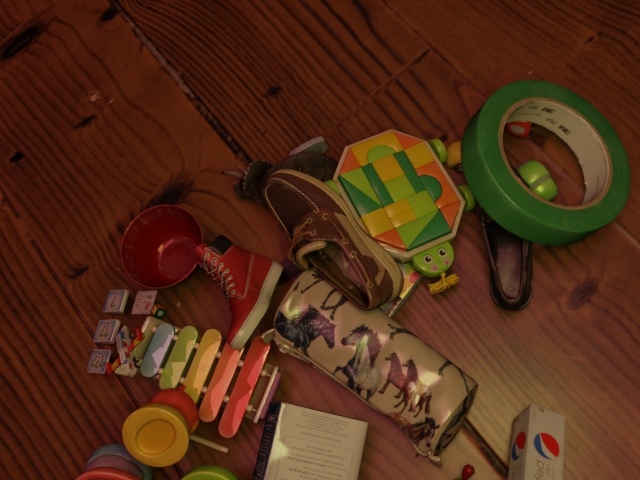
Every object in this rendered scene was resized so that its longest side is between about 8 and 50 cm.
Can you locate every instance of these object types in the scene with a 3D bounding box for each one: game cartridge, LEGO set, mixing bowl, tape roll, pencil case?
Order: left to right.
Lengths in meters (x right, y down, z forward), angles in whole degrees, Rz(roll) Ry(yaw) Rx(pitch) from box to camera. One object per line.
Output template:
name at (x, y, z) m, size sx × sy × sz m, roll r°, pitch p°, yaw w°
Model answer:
LEGO set at (-0.404, 0.180, 1.427) m, size 0.244 × 0.060 × 0.182 m, roll -6°, pitch 65°, yaw 45°
mixing bowl at (-0.318, 0.024, 1.501) m, size 0.182 × 0.098 × 0.181 m, roll -4°, pitch 72°, yaw 11°
game cartridge at (-0.026, -0.193, 1.533) m, size 0.083 × 0.056 × 0.017 m, roll -28°, pitch 69°, yaw 1°
pencil case at (0.097, 0.230, 1.318) m, size 0.410 × 0.160 × 0.183 m, roll 35°, pitch 83°, yaw 19°
tape roll at (0.427, -0.150, 1.342) m, size 0.321 × 0.077 × 0.321 m, roll 6°, pitch 65°, yaw -14°

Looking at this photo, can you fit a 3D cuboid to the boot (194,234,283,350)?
boot at (-0.184, 0.094, 1.377) m, size 0.176 × 0.088 × 0.244 m, roll 29°, pitch 36°, yaw -10°

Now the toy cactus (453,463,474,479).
toy cactus at (0.288, 0.520, 1.233) m, size 0.219 × 0.112 × 0.180 m, roll 44°, pitch 104°, yaw 18°

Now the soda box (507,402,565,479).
soda box at (0.365, 0.392, 1.202) m, size 0.069 × 0.074 × 0.216 m, roll 21°, pitch 48°, yaw -1°

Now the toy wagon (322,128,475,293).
toy wagon at (0.175, -0.060, 1.406) m, size 0.267 × 0.068 × 0.344 m, roll -23°, pitch 69°, yaw -13°

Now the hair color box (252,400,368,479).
hair color box at (-0.041, 0.477, 1.264) m, size 0.174 × 0.105 × 0.347 m, roll 17°, pitch 74°, yaw -13°

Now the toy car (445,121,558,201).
toy car at (0.401, -0.171, 1.439) m, size 0.239 × 0.053 × 0.225 m, roll -35°, pitch 69°, yaw 0°

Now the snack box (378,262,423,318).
snack box at (0.135, 0.084, 1.421) m, size 0.100 × 0.037 × 0.141 m, roll 34°, pitch 82°, yaw 21°

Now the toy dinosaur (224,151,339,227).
toy dinosaur at (-0.042, -0.119, 1.474) m, size 0.314 × 0.121 × 0.160 m, roll -16°, pitch 91°, yaw 9°

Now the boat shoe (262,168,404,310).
boat shoe at (0.000, 0.000, 1.320) m, size 0.342 × 0.123 × 0.123 m, roll 47°, pitch 131°, yaw 14°

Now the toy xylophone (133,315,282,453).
toy xylophone at (-0.235, 0.286, 1.410) m, size 0.323 × 0.081 × 0.236 m, roll 10°, pitch 75°, yaw 15°

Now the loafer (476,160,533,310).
loafer at (0.358, -0.017, 1.352) m, size 0.109 × 0.095 × 0.302 m, roll -7°, pitch 82°, yaw 14°

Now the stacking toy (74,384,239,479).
stacking toy at (-0.292, 0.446, 1.346) m, size 0.279 × 0.130 × 0.309 m, roll 43°, pitch 107°, yaw -8°
